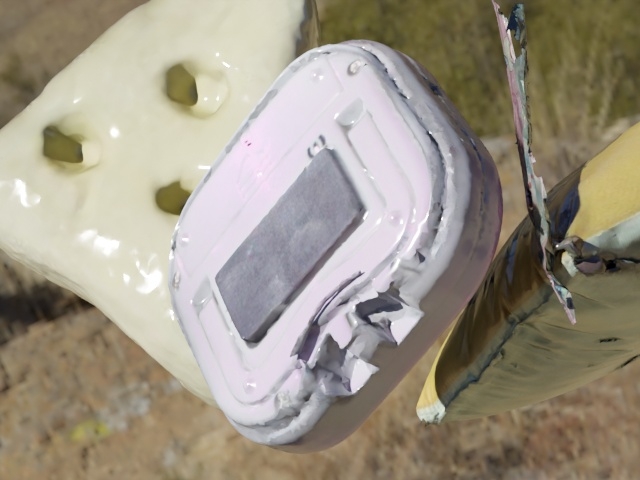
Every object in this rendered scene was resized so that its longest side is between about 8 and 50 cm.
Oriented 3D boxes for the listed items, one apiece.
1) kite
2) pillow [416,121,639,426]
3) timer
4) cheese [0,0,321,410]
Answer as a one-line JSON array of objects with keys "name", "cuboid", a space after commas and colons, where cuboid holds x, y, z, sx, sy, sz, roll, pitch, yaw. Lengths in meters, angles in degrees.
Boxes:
[{"name": "kite", "cuboid": [0.071, -0.031, 0.576, 0.011, 0.156, 0.139, -13, 61, 3]}, {"name": "pillow", "cuboid": [0.217, -0.006, 1.057, 0.312, 0.310, 0.119, -28, 74, -21]}, {"name": "timer", "cuboid": [0.000, 0.000, 0.924, 0.208, 0.069, 0.191, -51, 42, 19]}, {"name": "cheese", "cuboid": [-0.072, -0.060, 1.362, 0.351, 0.129, 0.328, 34, 80, 23]}]
